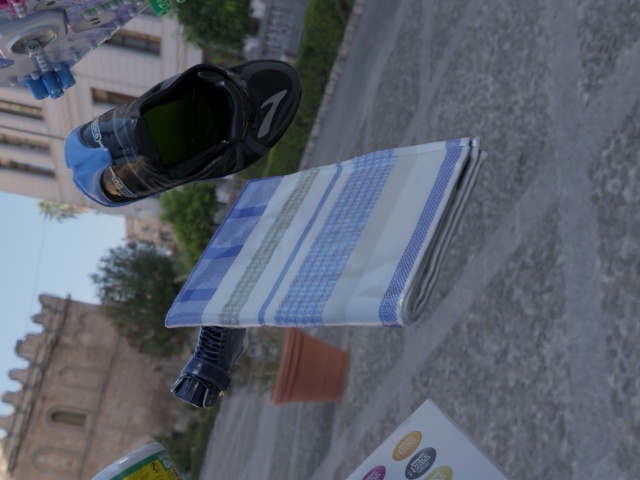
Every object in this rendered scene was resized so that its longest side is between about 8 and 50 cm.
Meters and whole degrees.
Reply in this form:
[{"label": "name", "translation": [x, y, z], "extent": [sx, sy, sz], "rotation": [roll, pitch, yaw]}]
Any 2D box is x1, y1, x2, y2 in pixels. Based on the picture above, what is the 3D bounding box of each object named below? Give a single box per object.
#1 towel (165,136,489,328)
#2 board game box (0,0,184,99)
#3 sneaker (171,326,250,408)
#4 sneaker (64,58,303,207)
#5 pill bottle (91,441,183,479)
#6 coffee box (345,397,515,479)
[{"label": "towel", "translation": [0.000, 0.000, 0.724], "extent": [0.285, 0.034, 0.209], "rotation": [-6, 43, 39]}, {"label": "board game box", "translation": [-0.457, -0.318, 1.259], "extent": [0.390, 0.390, 0.050], "rotation": [-25, -90, -58]}, {"label": "sneaker", "translation": [-0.190, 0.195, 1.352], "extent": [0.163, 0.086, 0.226], "rotation": [-57, -17, -29]}, {"label": "sneaker", "translation": [-0.063, -0.070, 0.473], "extent": [0.188, 0.078, 0.067], "rotation": [-34, -75, -51]}, {"label": "pill bottle", "translation": [-0.227, 0.403, 1.115], "extent": [0.208, 0.118, 0.117], "rotation": [56, 160, 13]}, {"label": "coffee box", "translation": [0.173, 0.469, 0.974], "extent": [0.337, 0.338, 0.334], "rotation": [-44, 13, -2]}]
